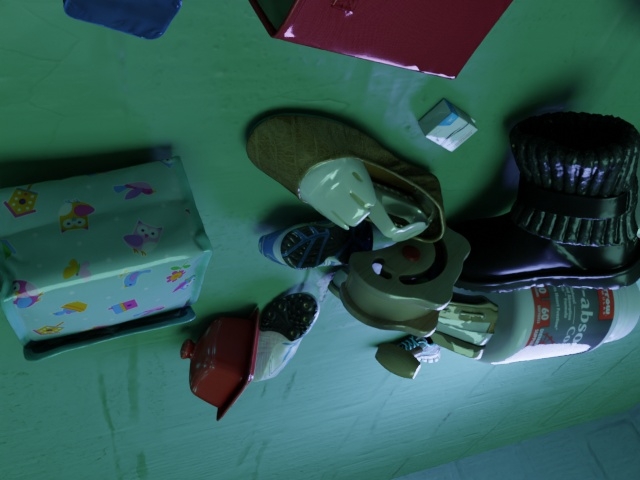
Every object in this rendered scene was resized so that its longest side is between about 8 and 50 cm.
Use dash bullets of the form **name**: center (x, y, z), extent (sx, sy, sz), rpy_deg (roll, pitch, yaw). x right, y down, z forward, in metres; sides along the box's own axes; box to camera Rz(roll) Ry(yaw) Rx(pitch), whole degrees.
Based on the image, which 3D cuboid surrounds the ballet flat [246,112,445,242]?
- **ballet flat**: center (0.058, -0.061, 0.824), extent (0.116, 0.124, 0.342), rpy_deg (-41, 143, 27)

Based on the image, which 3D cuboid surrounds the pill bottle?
- **pill bottle**: center (0.444, 0.123, 1.242), extent (0.362, 0.210, 0.210), rpy_deg (0, 142, -31)

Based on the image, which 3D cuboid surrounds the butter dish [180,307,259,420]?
- **butter dish**: center (-0.180, 0.199, 1.078), extent (0.118, 0.160, 0.160), rpy_deg (20, 133, -16)

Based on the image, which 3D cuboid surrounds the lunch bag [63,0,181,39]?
- **lunch bag**: center (-0.167, -0.218, 0.519), extent (0.098, 0.065, 0.067), rpy_deg (7, 153, -39)

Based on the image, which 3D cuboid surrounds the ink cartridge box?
- **ink cartridge box**: center (0.176, -0.151, 0.850), extent (0.083, 0.028, 0.048), rpy_deg (16, 132, -45)

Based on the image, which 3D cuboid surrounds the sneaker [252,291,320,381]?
- **sneaker**: center (-0.068, 0.168, 1.147), extent (0.086, 0.085, 0.237), rpy_deg (-24, 157, -51)

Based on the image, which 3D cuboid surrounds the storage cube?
- **storage cube**: center (0.047, -0.258, 0.454), extent (0.193, 0.215, 0.184), rpy_deg (-1, 142, -40)

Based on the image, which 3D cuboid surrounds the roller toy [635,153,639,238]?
- **roller toy**: center (0.512, -0.057, 1.074), extent (0.209, 0.146, 0.191), rpy_deg (-21, 159, 1)

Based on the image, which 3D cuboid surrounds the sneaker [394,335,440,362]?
- **sneaker**: center (0.206, 0.239, 1.430), extent (0.166, 0.065, 0.076), rpy_deg (-6, 129, -28)

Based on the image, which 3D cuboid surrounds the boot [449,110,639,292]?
- **boot**: center (0.303, -0.055, 0.955), extent (0.347, 0.131, 0.260), rpy_deg (-4, 133, 32)

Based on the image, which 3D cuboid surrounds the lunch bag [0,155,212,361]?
- **lunch bag**: center (-0.263, 0.040, 0.761), extent (0.223, 0.160, 0.262), rpy_deg (-14, 157, -25)

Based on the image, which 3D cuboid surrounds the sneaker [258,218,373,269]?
- **sneaker**: center (0.000, 0.000, 0.946), extent (0.081, 0.080, 0.211), rpy_deg (5, -178, 44)

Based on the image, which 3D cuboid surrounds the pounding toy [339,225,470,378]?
- **pounding toy**: center (0.111, 0.084, 0.961), extent (0.154, 0.269, 0.155), rpy_deg (25, 133, 10)

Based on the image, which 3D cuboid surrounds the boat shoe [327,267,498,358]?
- **boat shoe**: center (0.163, 0.101, 1.095), extent (0.302, 0.113, 0.103), rpy_deg (22, 102, -12)
